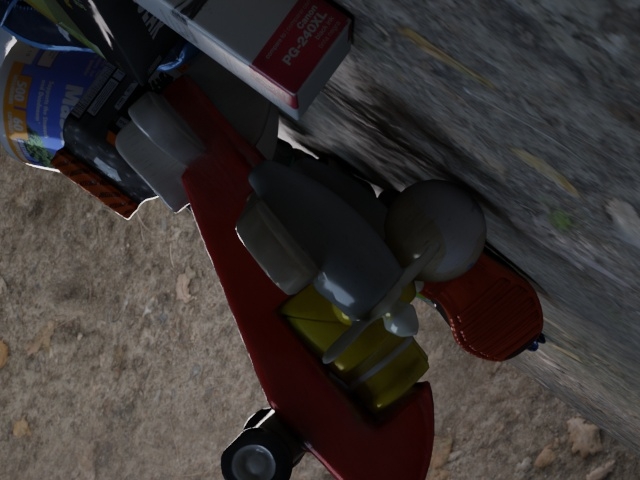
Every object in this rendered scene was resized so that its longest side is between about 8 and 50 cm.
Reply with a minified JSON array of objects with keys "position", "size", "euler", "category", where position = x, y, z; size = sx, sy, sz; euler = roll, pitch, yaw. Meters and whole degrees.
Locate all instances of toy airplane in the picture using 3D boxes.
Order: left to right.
[{"position":[0.000,0.000,1.421],"size":[0.384,0.272,0.386],"euler":[64,-171,-45],"category":"toy airplane"}]

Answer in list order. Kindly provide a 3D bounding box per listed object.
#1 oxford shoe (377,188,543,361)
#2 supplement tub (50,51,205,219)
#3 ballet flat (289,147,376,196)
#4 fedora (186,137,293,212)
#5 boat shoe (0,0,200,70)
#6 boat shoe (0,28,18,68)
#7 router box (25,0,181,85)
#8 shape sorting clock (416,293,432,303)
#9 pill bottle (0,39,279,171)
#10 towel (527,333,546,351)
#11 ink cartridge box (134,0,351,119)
[{"position":[0.145,0.033,1.730],"size":[0.271,0.097,0.098],"euler":[47,-172,-46],"category":"oxford shoe"},{"position":[-0.160,-0.121,1.576],"size":[0.117,0.190,0.117],"euler":[35,178,1],"category":"supplement tub"},{"position":[-0.005,-0.047,2.032],"size":[0.106,0.108,0.316],"euler":[23,-178,-15],"category":"ballet flat"},{"position":[-0.115,-0.104,1.946],"size":[0.244,0.124,0.275],"euler":[45,-177,-12],"category":"fedora"},{"position":[-0.197,-0.222,1.480],"size":[0.258,0.109,0.089],"euler":[11,140,35],"category":"boat shoe"},{"position":[-0.399,-0.313,1.948],"size":[0.135,0.157,0.367],"euler":[8,167,-4],"category":"boat shoe"},{"position":[-0.220,-0.241,1.229],"size":[0.243,0.081,0.309],"euler":[36,175,6],"category":"router box"},{"position":[0.089,0.012,1.871],"size":[0.206,0.040,0.206],"euler":[20,160,7],"category":"shape sorting clock"},{"position":[-0.187,-0.129,1.744],"size":[0.272,0.152,0.152],"euler":[12,167,26],"category":"pill bottle"},{"position":[0.167,0.053,2.325],"size":[0.285,0.034,0.209],"euler":[36,179,-13],"category":"towel"},{"position":[-0.058,-0.149,1.066],"size":[0.150,0.063,0.109],"euler":[36,178,2],"category":"ink cartridge box"}]
